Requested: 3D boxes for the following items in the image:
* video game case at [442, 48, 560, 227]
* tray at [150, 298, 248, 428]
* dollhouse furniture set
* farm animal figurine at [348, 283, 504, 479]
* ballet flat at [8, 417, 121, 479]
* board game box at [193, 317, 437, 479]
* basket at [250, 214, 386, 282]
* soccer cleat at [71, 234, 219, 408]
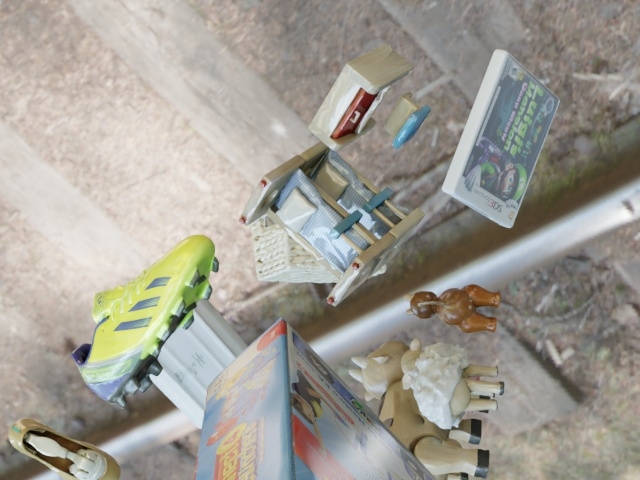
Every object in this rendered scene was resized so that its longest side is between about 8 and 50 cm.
[{"bbox_3d":[0.238,-0.127,1.332,0.022,0.190,0.173,19,178,38],"label":"video game case"},{"bbox_3d":[-0.193,0.177,1.572,0.030,0.145,0.270,41,169,50],"label":"tray"},{"bbox_3d":[0.036,-0.060,0.968,0.129,0.129,0.183,41,130,10],"label":"dollhouse furniture set"},{"bbox_3d":[0.114,0.218,1.272,0.172,0.326,0.330,7,114,4],"label":"farm animal figurine"},{"bbox_3d":[-0.464,0.400,1.891,0.232,0.080,0.073,30,164,-25],"label":"ballet flat"},{"bbox_3d":[0.047,0.230,0.697,0.086,0.302,0.308,-41,101,7],"label":"board game box"},{"bbox_3d":[0.000,0.000,1.387,0.167,0.103,0.113,1,168,-28],"label":"basket"},{"bbox_3d":[-0.220,0.086,1.233,0.121,0.093,0.289,41,126,8],"label":"soccer cleat"}]
